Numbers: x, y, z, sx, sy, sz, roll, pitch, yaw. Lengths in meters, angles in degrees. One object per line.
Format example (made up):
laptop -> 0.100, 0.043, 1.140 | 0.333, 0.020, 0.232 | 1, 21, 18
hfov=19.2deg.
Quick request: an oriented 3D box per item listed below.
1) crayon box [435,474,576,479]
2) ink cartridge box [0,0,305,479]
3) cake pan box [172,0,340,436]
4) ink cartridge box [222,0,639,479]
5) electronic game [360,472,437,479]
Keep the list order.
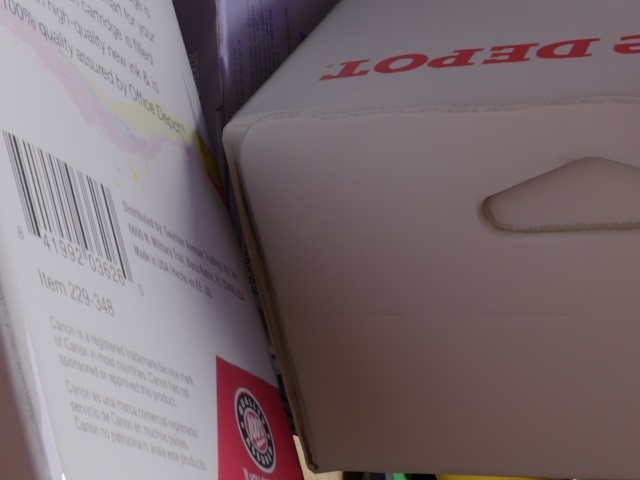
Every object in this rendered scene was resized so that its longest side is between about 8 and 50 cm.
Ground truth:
crayon box -> 0.135, 0.163, 1.280 | 0.203, 0.083, 0.323 | 65, 5, 3
ink cartridge box -> -0.123, -0.024, 0.620 | 0.226, 0.131, 0.306 | 37, 33, -66
cake pan box -> 0.003, -0.042, 0.891 | 0.246, 0.070, 0.267 | 20, 59, -51
ink cartridge box -> 0.163, -0.063, 0.804 | 0.384, 0.279, 0.160 | -52, 135, -55
electronic game -> 0.083, 0.226, 1.216 | 0.229, 0.048, 0.229 | 60, 16, -29
